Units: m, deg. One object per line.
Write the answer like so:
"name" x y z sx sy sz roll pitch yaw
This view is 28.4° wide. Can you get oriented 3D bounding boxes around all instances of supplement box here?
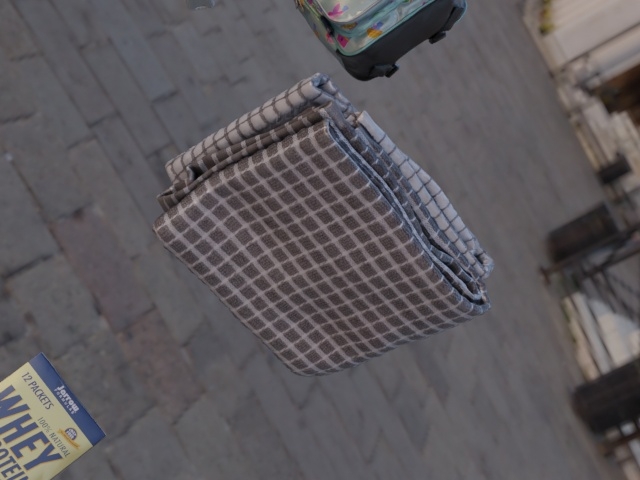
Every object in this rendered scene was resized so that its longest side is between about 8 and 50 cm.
"supplement box" -0.165 0.110 0.674 0.056 0.083 0.083 52 -17 1

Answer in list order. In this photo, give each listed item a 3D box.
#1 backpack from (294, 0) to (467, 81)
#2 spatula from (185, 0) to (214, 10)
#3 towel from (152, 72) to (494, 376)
"backpack" 0.045 -0.294 1.379 0.188 0.166 0.144 56 4 28
"spatula" -0.007 -0.146 0.668 0.242 0.168 0.019 -134 -145 -87
"towel" 0.000 0.000 1.237 0.283 0.235 0.121 47 38 -25
